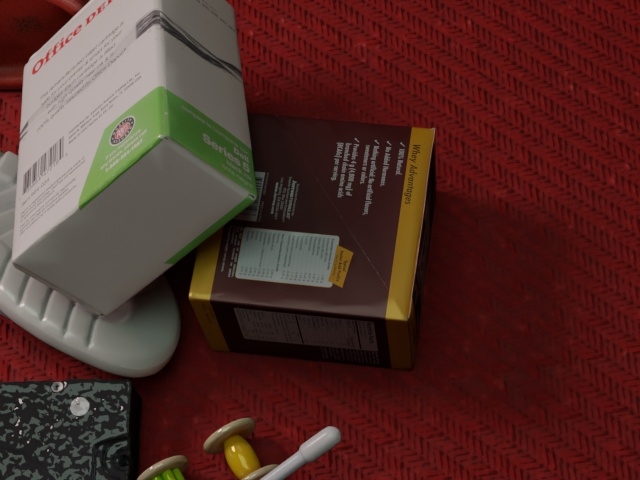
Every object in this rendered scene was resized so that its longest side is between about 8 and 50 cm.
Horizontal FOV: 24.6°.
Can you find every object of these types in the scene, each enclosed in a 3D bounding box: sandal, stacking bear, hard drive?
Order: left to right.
[{"bbox_3d":[-0.333,0.245,1.298,0.338,0.064,0.237,-2,66,3],"label":"hard drive"},{"bbox_3d":[-0.310,-0.001,1.383,0.416,0.102,0.169,35,42,6],"label":"sandal"},{"bbox_3d":[-0.283,-0.322,1.504,0.164,0.175,0.289,-1,58,7],"label":"stacking bear"}]

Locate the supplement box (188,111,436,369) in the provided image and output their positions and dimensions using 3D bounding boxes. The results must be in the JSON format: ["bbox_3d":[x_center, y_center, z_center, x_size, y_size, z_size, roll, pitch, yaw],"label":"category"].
[{"bbox_3d":[0.000,0.000,1.341,0.194,0.129,0.191,6,66,8],"label":"supplement box"}]

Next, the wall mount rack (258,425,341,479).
[{"bbox_3d":[-0.059,0.327,1.181,0.304,0.130,0.350,-29,79,-32],"label":"wall mount rack"}]

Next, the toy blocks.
[{"bbox_3d":[-0.077,0.246,1.279,0.123,0.054,0.148,-29,67,-8],"label":"toy blocks"}]

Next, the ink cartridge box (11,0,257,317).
[{"bbox_3d":[-0.171,-0.102,1.321,0.198,0.114,0.273,-37,39,26],"label":"ink cartridge box"}]
